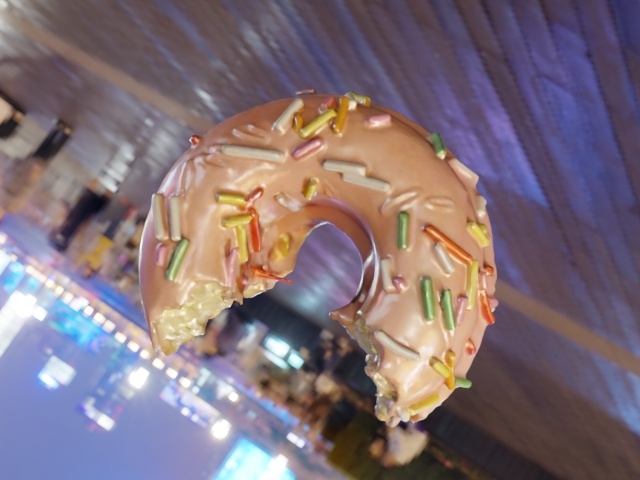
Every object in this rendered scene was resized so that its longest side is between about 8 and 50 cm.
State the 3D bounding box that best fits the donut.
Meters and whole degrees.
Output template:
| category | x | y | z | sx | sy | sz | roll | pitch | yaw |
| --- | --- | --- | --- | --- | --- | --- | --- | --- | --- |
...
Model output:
| category | x | y | z | sx | sy | sz | roll | pitch | yaw |
| --- | --- | --- | --- | --- | --- | --- | --- | --- | --- |
| donut | 0.000 | 0.000 | 0.782 | 0.232 | 0.199 | 0.085 | 15 | 174 | 10 |
